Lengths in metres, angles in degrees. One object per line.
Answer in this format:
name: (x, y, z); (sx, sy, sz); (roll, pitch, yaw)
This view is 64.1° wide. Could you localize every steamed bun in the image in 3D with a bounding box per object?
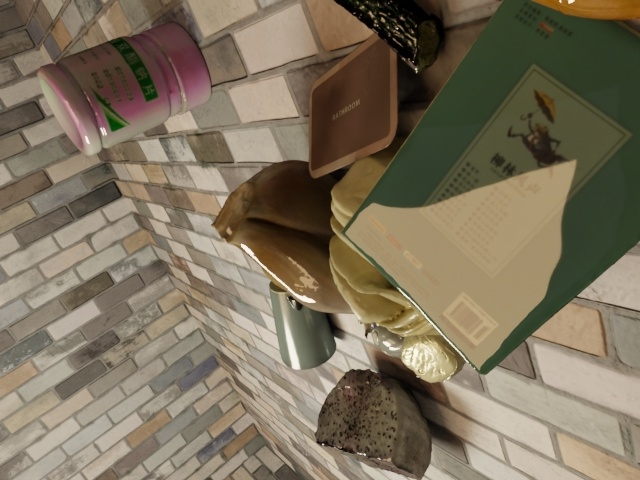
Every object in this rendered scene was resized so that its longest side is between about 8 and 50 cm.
steamed bun: (0.125, 0.014, 0.781); (0.276, 0.203, 0.289); (28, 142, 44)
steamed bun: (0.218, 0.199, 0.963); (0.112, 0.091, 0.130); (40, 137, 8)

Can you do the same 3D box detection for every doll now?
doll: (0.149, 0.205, 1.118); (0.102, 0.075, 0.227); (46, 169, -19)

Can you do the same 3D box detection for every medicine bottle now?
medicine bottle: (-0.445, -0.355, 1.186); (0.212, 0.325, 0.212); (41, 150, 30)

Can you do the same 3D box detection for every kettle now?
kettle: (-0.061, 0.195, 1.417); (0.210, 0.159, 0.243); (-113, 9, -65)

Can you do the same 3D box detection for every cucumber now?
cucumber: (0.061, -0.317, 0.665); (0.245, 0.067, 0.067); (47, 153, 19)

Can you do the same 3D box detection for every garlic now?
garlic: (0.000, 0.000, 0.963); (0.340, 0.231, 0.246); (36, 178, 5)

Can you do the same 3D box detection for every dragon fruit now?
dragon fruit: (0.159, 0.454, 1.269); (0.221, 0.204, 0.283); (37, 152, -29)

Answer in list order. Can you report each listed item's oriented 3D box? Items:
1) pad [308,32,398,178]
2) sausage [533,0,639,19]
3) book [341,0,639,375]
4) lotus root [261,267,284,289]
pad: (0.040, -0.202, 0.790); (0.266, 0.002, 0.176); (-12, 76, 62)
sausage: (0.196, -0.271, 0.443); (0.328, 0.112, 0.112); (39, 150, 25)
book: (0.205, -0.056, 0.561); (0.264, 0.031, 0.379); (47, 124, 17)
lotus root: (-0.066, 0.035, 1.212); (0.257, 0.140, 0.154); (33, 118, 52)
